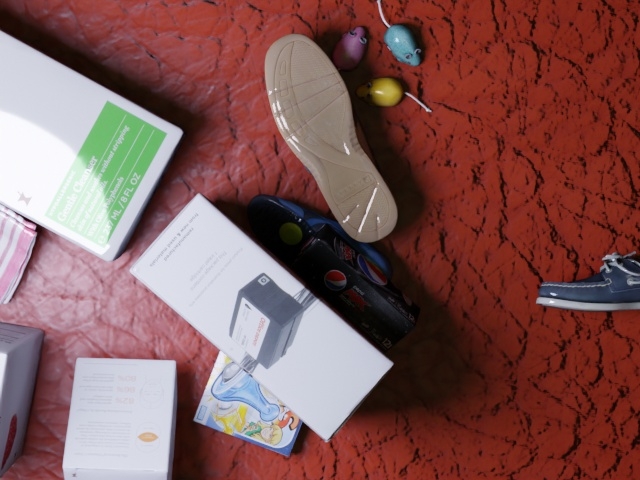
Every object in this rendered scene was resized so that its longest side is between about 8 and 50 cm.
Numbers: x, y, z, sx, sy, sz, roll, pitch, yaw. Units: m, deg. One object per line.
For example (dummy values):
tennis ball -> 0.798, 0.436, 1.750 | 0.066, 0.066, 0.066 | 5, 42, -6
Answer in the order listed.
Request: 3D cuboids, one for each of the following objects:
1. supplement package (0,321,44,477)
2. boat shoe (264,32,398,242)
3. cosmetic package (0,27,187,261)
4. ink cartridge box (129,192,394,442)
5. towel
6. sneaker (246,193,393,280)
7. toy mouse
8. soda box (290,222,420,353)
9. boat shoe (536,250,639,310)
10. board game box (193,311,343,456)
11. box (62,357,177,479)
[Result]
supplement package -> -0.454, 0.191, 1.809 | 0.175, 0.293, 0.177 | 11, 92, -3
boat shoe -> 0.010, -0.130, 1.920 | 0.103, 0.092, 0.285 | -30, 95, -2
cosmetic package -> -0.372, -0.143, 1.873 | 0.366, 0.155, 0.197 | 27, 91, -4
ink cartridge box -> -0.072, 0.089, 1.822 | 0.307, 0.223, 0.129 | 42, 87, -3
towel -> -0.463, -0.012, 1.891 | 0.197, 0.029, 0.144 | 29, 131, -2
sneaker -> 0.000, 0.000, 1.939 | 0.209, 0.082, 0.069 | 31, 120, -2
toy mouse -> 0.075, -0.248, 1.950 | 0.161, 0.031, 0.143 | 6, 91, -3
soda box -> 0.045, 0.060, 1.879 | 0.169, 0.053, 0.060 | 43, 115, -9
boat shoe -> 0.406, 0.054, 1.942 | 0.255, 0.095, 0.079 | -1, 93, -4
board game box -> -0.068, 0.165, 1.953 | 0.136, 0.035, 0.201 | 20, 90, -3
box -> -0.250, 0.242, 1.876 | 0.130, 0.091, 0.170 | 2, 49, -2
